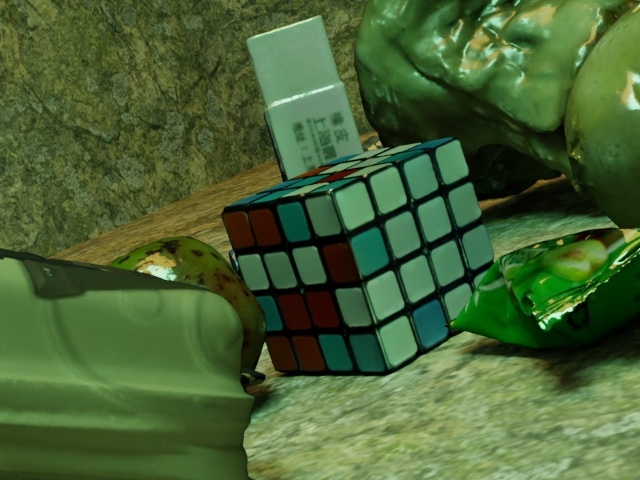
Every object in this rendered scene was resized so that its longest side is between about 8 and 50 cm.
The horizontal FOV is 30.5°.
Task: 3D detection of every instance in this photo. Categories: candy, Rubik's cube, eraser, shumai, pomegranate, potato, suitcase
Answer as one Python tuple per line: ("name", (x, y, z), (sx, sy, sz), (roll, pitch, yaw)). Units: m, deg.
("candy", (0.175, 0.036, 0.816), (0.141, 0.078, 0.203), (-9, -5, -8))
("Rubik's cube", (0.037, 0.013, 0.989), (0.154, 0.155, 0.151), (-26, 11, -38))
("eraser", (0.003, -0.075, 1.182), (0.086, 0.287, 0.130), (-16, 9, 2))
("shumai", (0.256, -0.170, 1.292), (0.324, 0.397, 0.323), (-50, 45, -6))
("pomegranate", (-0.114, 0.080, 0.957), (0.159, 0.159, 0.205), (-17, -17, 13))
("potato", (0.348, -0.113, 0.887), (0.326, 0.221, 0.243), (-20, 9, 28))
("suitcase", (-0.191, 0.112, 0.677), (0.339, 0.194, 0.351), (10, -11, -32))

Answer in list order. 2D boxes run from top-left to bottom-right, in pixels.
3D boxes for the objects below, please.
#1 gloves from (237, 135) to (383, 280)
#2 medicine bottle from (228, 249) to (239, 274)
("gloves", (0.007, -0.025, 1.402), (0.142, 0.119, 0.285), (32, 45, 32))
("medicine bottle", (0.000, 0.000, 1.492), (0.231, 0.059, 0.059), (-20, 8, -11))
